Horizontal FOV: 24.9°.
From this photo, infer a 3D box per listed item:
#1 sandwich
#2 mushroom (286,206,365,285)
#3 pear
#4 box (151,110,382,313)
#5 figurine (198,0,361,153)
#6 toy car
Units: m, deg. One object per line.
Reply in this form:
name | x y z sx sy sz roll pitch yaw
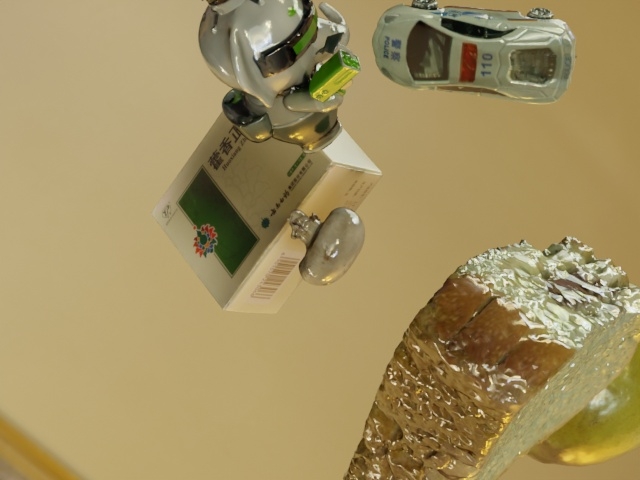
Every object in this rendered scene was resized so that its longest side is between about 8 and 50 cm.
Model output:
sandwich | 0.135 0.066 0.960 0.254 0.099 0.288 -38 161 -24
mushroom | 0.000 0.000 1.431 0.085 0.079 0.085 -59 180 0
pear | 0.266 0.132 1.462 0.200 0.200 0.200 -45 -167 14
box | -0.062 -0.052 1.569 0.212 0.095 0.168 -53 -125 21
figurine | -0.039 -0.155 1.190 0.126 0.192 0.147 -29 -136 8
toy car | 0.151 -0.186 1.443 0.056 0.205 0.095 -70 165 -60
